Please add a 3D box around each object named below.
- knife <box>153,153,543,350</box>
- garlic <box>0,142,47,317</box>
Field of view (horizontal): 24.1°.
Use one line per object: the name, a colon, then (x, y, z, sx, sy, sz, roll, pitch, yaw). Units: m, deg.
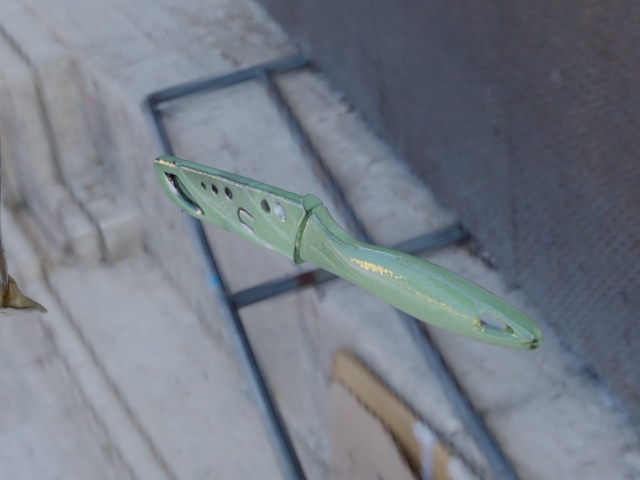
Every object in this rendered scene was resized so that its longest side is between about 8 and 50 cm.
knife: (0.002, -0.001, 0.748, 0.293, 0.020, 0.043, 22, 131, 47)
garlic: (-0.435, -0.040, 1.556, 0.286, 0.249, 0.313, 1, 113, 38)
